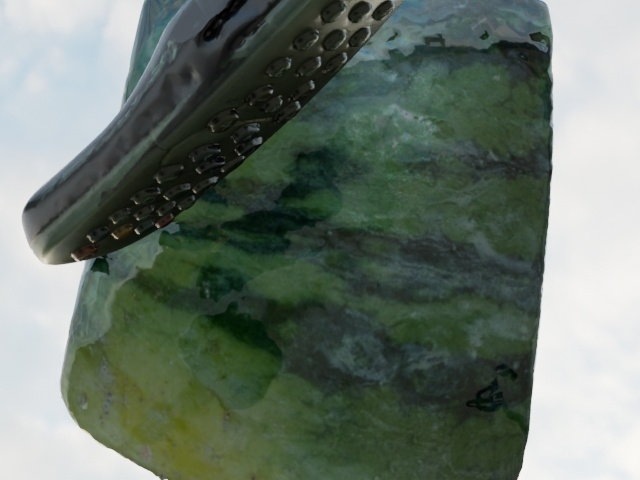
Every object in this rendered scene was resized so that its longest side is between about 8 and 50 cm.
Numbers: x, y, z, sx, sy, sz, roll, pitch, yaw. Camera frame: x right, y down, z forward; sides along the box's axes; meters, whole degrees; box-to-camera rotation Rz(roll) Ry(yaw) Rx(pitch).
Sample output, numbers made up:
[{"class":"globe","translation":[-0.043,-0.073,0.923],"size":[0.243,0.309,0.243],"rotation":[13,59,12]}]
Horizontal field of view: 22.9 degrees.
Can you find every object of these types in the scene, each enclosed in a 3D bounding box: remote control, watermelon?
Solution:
[{"class":"remote control","translation":[-0.025,-0.063,0.539],"size":[0.222,0.042,0.072],"rotation":[-43,-16,30]},{"class":"watermelon","translation":[0.000,0.000,0.766],"size":[0.213,0.201,0.261],"rotation":[12,-93,-5]}]
